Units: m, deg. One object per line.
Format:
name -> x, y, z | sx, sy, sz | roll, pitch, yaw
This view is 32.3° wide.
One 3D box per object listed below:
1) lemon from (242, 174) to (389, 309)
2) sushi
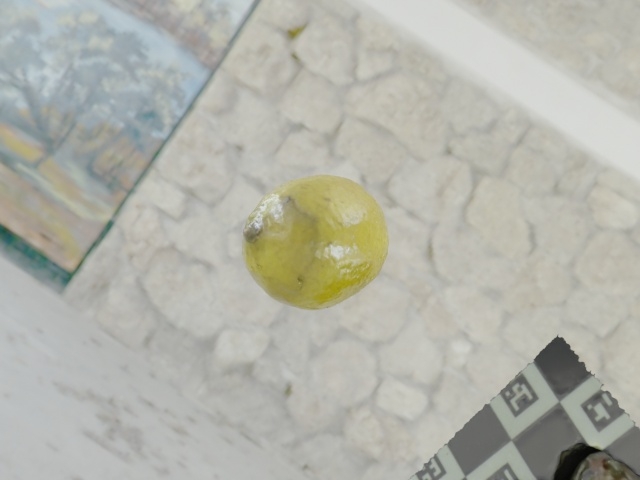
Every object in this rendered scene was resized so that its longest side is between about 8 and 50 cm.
lemon -> 0.000, 0.000, 0.672 | 0.082, 0.082, 0.111 | 35, 25, 26
sushi -> 0.152, 0.206, 0.737 | 0.050, 0.215, 0.192 | 22, 26, -49
